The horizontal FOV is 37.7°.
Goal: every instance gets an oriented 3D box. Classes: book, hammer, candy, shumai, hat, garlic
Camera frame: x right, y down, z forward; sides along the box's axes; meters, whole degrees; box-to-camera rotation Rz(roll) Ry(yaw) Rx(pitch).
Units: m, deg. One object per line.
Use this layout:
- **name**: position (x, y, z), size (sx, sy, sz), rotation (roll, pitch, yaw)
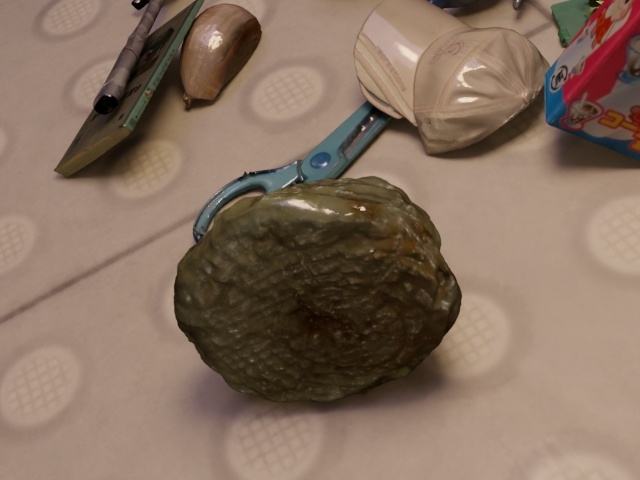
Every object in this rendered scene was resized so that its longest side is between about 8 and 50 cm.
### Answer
- **book**: position (0.383, -0.293, 1.302), size (0.103, 0.017, 0.135), rotation (-14, 50, 6)
- **hammer**: position (-0.275, -0.333, 1.465), size (0.152, 0.044, 0.427), rotation (-35, 28, 30)
- **candy**: position (0.395, -0.229, 1.037), size (0.157, 0.306, 0.100), rotation (19, 52, -12)
- **shumai**: position (0.000, 0.000, 1.039), size (0.309, 0.304, 0.263), rotation (-6, 40, 14)
- **book**: position (-0.286, -0.234, 1.426), size (0.215, 0.025, 0.282), rotation (-23, 37, 45)
- **hat**: position (0.173, -0.250, 1.240), size (0.226, 0.164, 0.219), rotation (45, 72, -7)
- **garlic**: position (-0.158, -0.299, 1.445), size (0.087, 0.101, 0.195), rotation (12, 58, 26)

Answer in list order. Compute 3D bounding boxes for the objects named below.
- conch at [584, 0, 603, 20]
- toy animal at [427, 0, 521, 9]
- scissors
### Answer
- **conch**: position (0.459, -0.314, 1.199), size (0.251, 0.137, 0.143), rotation (6, 53, 15)
- **toy animal**: position (0.224, -0.398, 1.355), size (0.176, 0.239, 0.255), rotation (27, 107, 5)
- **scissors**: position (-0.006, -0.099, 1.276), size (0.393, 0.032, 0.180), rotation (-45, 52, -16)
